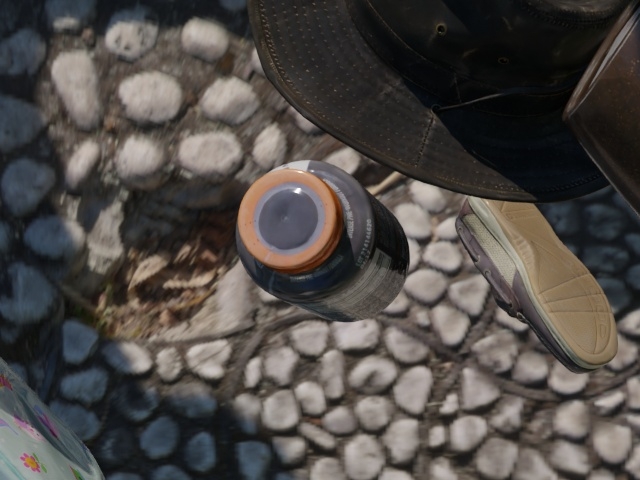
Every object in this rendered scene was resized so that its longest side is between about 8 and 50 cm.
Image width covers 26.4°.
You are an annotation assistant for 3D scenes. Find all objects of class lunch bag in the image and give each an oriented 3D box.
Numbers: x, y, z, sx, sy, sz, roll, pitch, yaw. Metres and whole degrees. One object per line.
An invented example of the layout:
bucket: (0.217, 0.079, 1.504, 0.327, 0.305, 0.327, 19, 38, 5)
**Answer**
lunch bag: (-0.355, 0.209, 1.402, 0.108, 0.224, 0.279, -45, 89, 5)

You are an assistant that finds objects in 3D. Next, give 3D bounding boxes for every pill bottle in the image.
pill bottle: (0.000, 0.000, 1.260, 0.130, 0.246, 0.130, -2, 80, 14)

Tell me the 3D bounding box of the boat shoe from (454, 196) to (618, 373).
boat shoe: (0.249, 0.049, 1.619, 0.103, 0.092, 0.285, -7, 53, -35)

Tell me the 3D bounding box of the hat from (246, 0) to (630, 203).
hat: (0.116, -0.187, 0.941, 0.331, 0.134, 0.331, 4, 68, -9)

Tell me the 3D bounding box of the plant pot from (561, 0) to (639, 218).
plant pot: (0.246, -0.044, 0.677, 0.230, 0.215, 0.215, 32, 76, 1)
